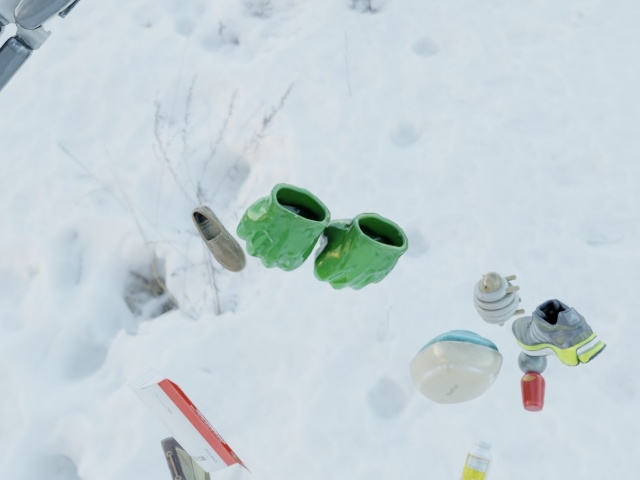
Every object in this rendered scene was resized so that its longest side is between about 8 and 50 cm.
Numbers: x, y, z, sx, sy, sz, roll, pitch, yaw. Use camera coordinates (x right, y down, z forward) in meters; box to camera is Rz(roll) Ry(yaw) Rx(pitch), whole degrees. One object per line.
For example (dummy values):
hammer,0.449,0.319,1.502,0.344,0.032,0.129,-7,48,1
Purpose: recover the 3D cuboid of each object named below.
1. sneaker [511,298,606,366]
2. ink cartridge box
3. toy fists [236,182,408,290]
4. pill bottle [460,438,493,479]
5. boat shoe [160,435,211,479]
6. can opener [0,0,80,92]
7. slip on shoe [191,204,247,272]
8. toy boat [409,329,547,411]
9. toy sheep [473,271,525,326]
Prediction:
sneaker,0.503,0.183,1.782,0.111,0.121,0.300,-29,7,-14
ink cartridge box,-0.216,0.297,1.310,0.066,0.189,0.232,-40,13,-13
toy fists,0.000,0.000,1.340,0.279,0.142,0.096,18,43,-25
pill bottle,0.269,0.384,1.400,0.043,0.043,0.083,14,84,26
boat shoe,-0.303,0.608,1.856,0.123,0.123,0.341,-9,72,-9
can opener,-0.360,-0.216,0.900,0.280,0.074,0.093,-47,17,8
slip on shoe,-0.175,-0.001,1.400,0.051,0.135,0.041,-31,1,10
toy boat,0.361,0.286,1.844,0.318,0.267,0.148,13,59,-9
toy sheep,0.324,0.110,1.497,0.091,0.132,0.091,-15,32,9
